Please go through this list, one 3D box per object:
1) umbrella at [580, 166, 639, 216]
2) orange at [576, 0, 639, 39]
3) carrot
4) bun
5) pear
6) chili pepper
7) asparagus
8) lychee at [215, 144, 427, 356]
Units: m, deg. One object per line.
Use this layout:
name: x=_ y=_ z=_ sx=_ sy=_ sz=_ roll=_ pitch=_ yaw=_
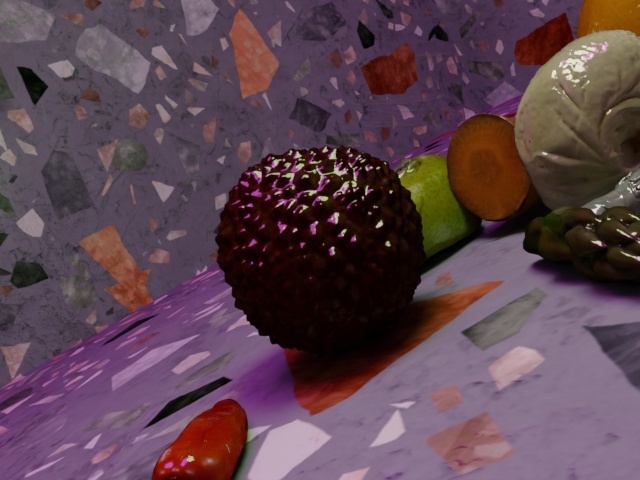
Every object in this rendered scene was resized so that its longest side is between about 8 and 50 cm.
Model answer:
umbrella: x=0.358 y=-0.044 z=0.775 sx=0.143 sy=0.062 sz=0.067 roll=-28 pitch=-22 yaw=-8
orange: x=0.668 y=-0.418 z=1.203 sx=0.424 sy=0.326 sz=0.424 roll=-24 pitch=7 yaw=3
carrot: x=0.324 y=-0.118 z=1.035 sx=0.225 sy=0.159 sz=0.159 roll=-10 pitch=-3 yaw=-35
bun: x=0.376 y=-0.140 z=0.855 sx=0.244 sy=0.244 sz=0.153 roll=-27 pitch=28 yaw=-7
pear: x=0.157 y=-0.056 z=1.110 sx=0.255 sy=0.164 sz=0.238 roll=-27 pitch=6 yaw=-12
chili pepper: x=-0.111 y=0.203 z=0.656 sx=0.071 sy=0.063 sz=0.272 roll=-13 pitch=7 yaw=8
asparagus: x=0.273 y=0.000 z=0.671 sx=0.080 sy=0.080 sz=0.287 roll=-27 pitch=12 yaw=-5
lychee: x=0.000 y=0.000 z=0.841 sx=0.264 sy=0.264 sz=0.300 roll=-22 pitch=44 yaw=27
